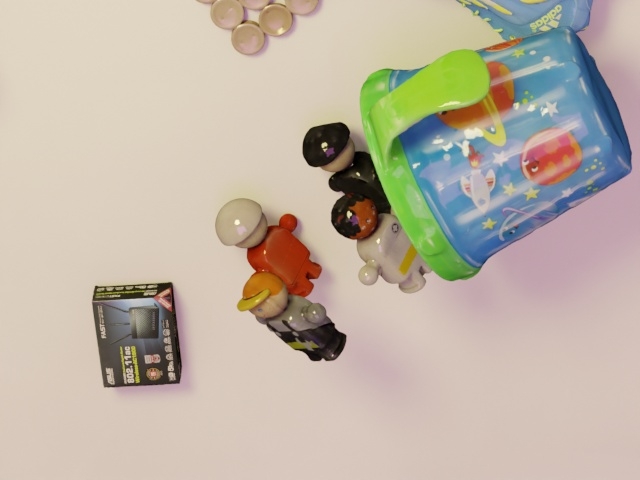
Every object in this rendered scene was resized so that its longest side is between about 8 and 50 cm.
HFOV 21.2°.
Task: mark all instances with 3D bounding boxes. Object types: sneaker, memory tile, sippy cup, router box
[{"bbox_3d":[0.180,-0.253,1.777,0.240,0.091,0.126,0,118,-2],"label":"sneaker"},{"bbox_3d":[-0.056,-0.274,1.807,0.148,0.012,0.113,-35,112,15],"label":"memory tile"},{"bbox_3d":[0.191,-0.104,1.759,0.224,0.305,0.240,-23,101,17],"label":"sippy cup"},{"bbox_3d":[-0.213,0.110,1.985,0.092,0.038,0.122,-3,117,2],"label":"router box"}]

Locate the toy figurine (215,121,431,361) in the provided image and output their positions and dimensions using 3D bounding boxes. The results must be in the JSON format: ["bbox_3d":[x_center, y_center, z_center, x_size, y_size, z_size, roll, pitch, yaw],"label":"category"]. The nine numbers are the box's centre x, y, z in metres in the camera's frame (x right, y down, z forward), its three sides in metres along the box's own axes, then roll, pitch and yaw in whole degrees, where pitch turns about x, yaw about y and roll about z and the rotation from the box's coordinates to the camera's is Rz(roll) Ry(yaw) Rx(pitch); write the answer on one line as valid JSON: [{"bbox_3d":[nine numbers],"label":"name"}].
[{"bbox_3d":[0.000,0.000,1.836,0.213,0.209,0.148,-38,122,15],"label":"toy figurine"}]
